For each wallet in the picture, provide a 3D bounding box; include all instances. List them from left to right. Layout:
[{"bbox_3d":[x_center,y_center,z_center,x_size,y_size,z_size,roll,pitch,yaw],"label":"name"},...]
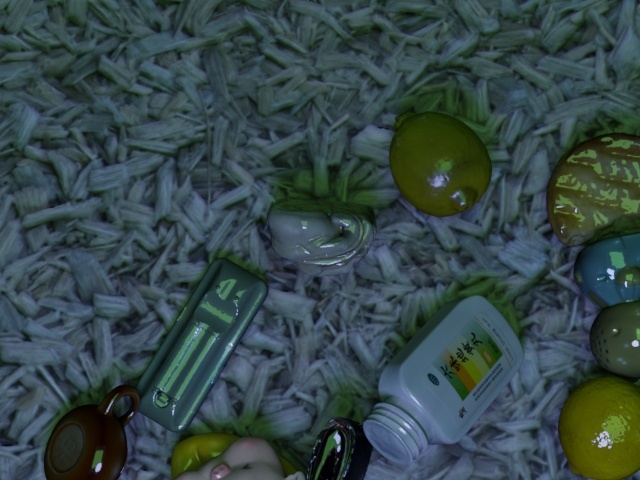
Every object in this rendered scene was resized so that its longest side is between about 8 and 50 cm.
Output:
[{"bbox_3d":[0.022,0.447,1.739,0.071,0.221,0.262,13,80,14],"label":"wallet"}]

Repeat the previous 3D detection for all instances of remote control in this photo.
[{"bbox_3d":[-0.231,0.197,1.872,0.128,0.065,0.335,29,81,9],"label":"remote control"}]

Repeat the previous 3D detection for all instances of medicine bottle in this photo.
[{"bbox_3d":[0.217,0.255,1.764,0.324,0.124,0.179,-41,101,-28],"label":"medicine bottle"}]

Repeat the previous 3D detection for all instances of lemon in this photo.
[{"bbox_3d":[0.224,-0.149,1.877,0.184,0.184,0.248,-29,62,-4],"label":"lemon"},{"bbox_3d":[0.518,0.341,1.771,0.178,0.178,0.203,41,93,9],"label":"lemon"}]

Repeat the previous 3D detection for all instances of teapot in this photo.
[{"bbox_3d":[-0.408,0.378,1.811,0.178,0.135,0.252,32,88,40],"label":"teapot"}]

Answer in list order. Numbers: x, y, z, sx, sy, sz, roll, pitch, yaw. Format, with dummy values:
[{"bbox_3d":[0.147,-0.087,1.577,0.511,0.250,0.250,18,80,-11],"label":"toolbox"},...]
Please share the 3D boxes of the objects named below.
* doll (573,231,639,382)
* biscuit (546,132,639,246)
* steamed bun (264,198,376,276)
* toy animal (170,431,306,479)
[{"bbox_3d":[0.566,0.128,1.812,0.162,0.177,0.260,-10,76,-5],"label":"doll"},{"bbox_3d":[0.571,-0.101,1.901,0.274,0.091,0.213,-4,81,2],"label":"biscuit"},{"bbox_3d":[-0.002,0.000,1.849,0.211,0.218,0.144,5,100,-3],"label":"steamed bun"},{"bbox_3d":[-0.192,0.474,1.723,0.345,0.247,0.277,-35,78,-5],"label":"toy animal"}]
